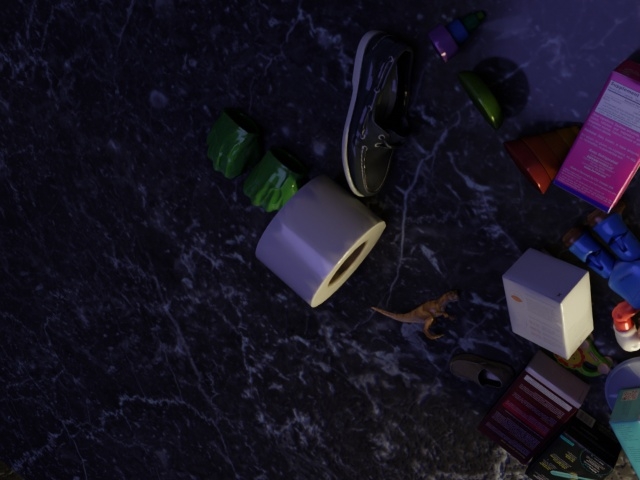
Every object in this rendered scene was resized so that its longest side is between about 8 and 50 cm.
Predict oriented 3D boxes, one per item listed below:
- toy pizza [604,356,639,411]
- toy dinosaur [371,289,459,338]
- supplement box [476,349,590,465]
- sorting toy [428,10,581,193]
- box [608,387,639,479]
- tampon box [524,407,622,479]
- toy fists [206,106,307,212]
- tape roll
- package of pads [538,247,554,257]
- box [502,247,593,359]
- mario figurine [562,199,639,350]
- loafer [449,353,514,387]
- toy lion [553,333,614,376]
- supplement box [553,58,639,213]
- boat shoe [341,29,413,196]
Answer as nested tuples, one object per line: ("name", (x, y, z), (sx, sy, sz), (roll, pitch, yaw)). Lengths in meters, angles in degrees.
("toy pizza", (0.658, 0.303, 1.404), (0.201, 0.032, 0.201), (17, 126, 25))
("toy dinosaur", (0.232, 0.169, 1.630), (0.211, 0.064, 0.112), (-24, 79, 31))
("supplement box", (0.449, 0.359, 1.545), (0.130, 0.073, 0.239), (37, 131, 15))
("sorting toy", (0.347, -0.266, 1.320), (0.126, 0.127, 0.365), (-35, 87, 11))
("box", (0.641, 0.410, 1.391), (0.060, 0.100, 0.244), (-20, 106, 42))
("tampon box", (0.533, 0.456, 1.523), (0.120, 0.101, 0.161), (37, 129, 15))
("toy fists", (-0.155, -0.180, 1.696), (0.279, 0.096, 0.142), (42, 119, 13))
("tape roll", (0.000, 0.000, 1.576), (0.169, 0.246, 0.246), (40, 129, 12))
("package of pads", (0.452, 0.060, 1.430), (0.083, 0.032, 0.050), (42, 128, 11))
("box", (0.434, 0.120, 1.378), (0.130, 0.091, 0.170), (28, 151, 42))
("mario figurine", (0.593, 0.081, 1.313), (0.320, 0.170, 0.198), (55, 168, 13))
("loafer", (0.350, 0.289, 1.602), (0.148, 0.050, 0.056), (2, 113, 34))
("toy lion", (0.525, 0.235, 1.469), (0.100, 0.034, 0.096), (51, 137, 3))
("supplement box", (0.503, -0.177, 1.225), (0.114, 0.111, 0.220), (33, 126, 18))
("boat shoe", (0.129, -0.238, 1.447), (0.113, 0.127, 0.340), (24, 115, 38))
